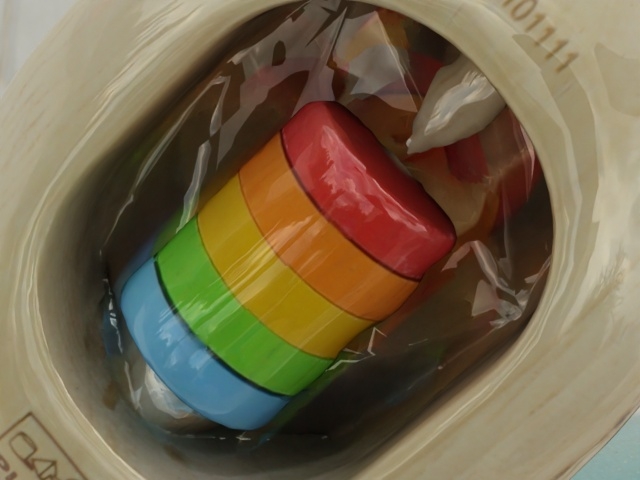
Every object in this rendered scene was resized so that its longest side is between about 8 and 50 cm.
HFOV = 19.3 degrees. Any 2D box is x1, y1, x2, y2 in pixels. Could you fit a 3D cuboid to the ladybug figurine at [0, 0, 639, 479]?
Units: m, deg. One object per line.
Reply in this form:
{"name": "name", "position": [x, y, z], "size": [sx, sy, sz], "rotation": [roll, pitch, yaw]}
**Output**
{"name": "ladybug figurine", "position": [0.000, 0.000, 0.877], "size": [0.305, 0.449, 0.162], "rotation": [51, 26, -1]}

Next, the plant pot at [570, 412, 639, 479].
{"name": "plant pot", "position": [0.146, 0.258, 1.215], "size": [0.334, 0.341, 0.341], "rotation": [-10, 67, -29]}
